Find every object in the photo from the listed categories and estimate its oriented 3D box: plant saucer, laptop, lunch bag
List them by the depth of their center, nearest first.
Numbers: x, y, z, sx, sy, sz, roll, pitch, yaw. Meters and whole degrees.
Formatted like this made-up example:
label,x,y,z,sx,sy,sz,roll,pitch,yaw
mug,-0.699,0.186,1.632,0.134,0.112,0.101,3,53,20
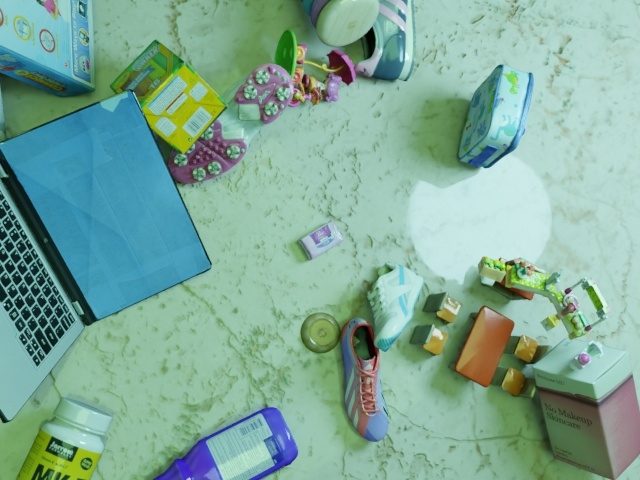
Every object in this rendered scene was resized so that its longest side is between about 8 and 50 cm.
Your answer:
label,x,y,z,sx,sy,sz,roll,pitch,yaw
laptop,-0.422,0.018,1.268,0.236,0.408,0.382,-9,119,22
plant saucer,0.002,0.187,1.534,0.083,0.015,0.084,2,81,-12
lunch bag,0.362,-0.249,1.578,0.090,0.219,0.176,16,78,-4

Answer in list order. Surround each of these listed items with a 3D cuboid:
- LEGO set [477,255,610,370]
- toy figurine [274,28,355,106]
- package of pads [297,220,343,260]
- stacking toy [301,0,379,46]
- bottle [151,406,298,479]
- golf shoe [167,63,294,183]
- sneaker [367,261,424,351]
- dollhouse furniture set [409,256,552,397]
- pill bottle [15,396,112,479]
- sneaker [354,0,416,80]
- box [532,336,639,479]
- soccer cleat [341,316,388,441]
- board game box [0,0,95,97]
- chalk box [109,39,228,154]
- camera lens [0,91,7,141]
label,x,y,z,sx,sy,sz,roll,pitch,yaw
LEGO set,0.444,0.102,1.444,0.132,0.107,0.287,-39,80,-27
toy figurine,-0.006,-0.337,1.572,0.159,0.130,0.173,4,100,-22
package of pads,0.000,0.000,1.553,0.083,0.032,0.050,-31,91,-15
stacking toy,-0.016,-0.562,1.569,0.141,0.141,0.330,-25,68,-15
bottle,-0.186,0.419,1.412,0.282,0.092,0.118,-25,71,-15
golf shoe,-0.180,-0.232,1.515,0.306,0.140,0.115,-40,111,6
sneaker,0.134,0.131,1.501,0.092,0.087,0.229,31,36,-3
dollhouse furniture set,0.358,0.169,1.556,0.262,0.135,0.259,28,77,-8
pill bottle,-0.459,0.393,1.343,0.119,0.119,0.209,24,77,-8
sneaker,0.125,-0.500,1.617,0.131,0.112,0.319,-1,80,-14
box,0.539,0.333,1.518,0.126,0.148,0.232,-30,112,-30
soccer cleat,0.089,0.275,1.498,0.083,0.095,0.248,-7,81,-11
board game box,-0.537,-0.449,1.361,0.086,0.302,0.308,-7,81,20
chalk box,-0.299,-0.283,1.444,0.132,0.213,0.132,-48,132,-1
camera lens,-0.676,-0.225,1.334,0.219,0.219,0.274,-9,84,-14
